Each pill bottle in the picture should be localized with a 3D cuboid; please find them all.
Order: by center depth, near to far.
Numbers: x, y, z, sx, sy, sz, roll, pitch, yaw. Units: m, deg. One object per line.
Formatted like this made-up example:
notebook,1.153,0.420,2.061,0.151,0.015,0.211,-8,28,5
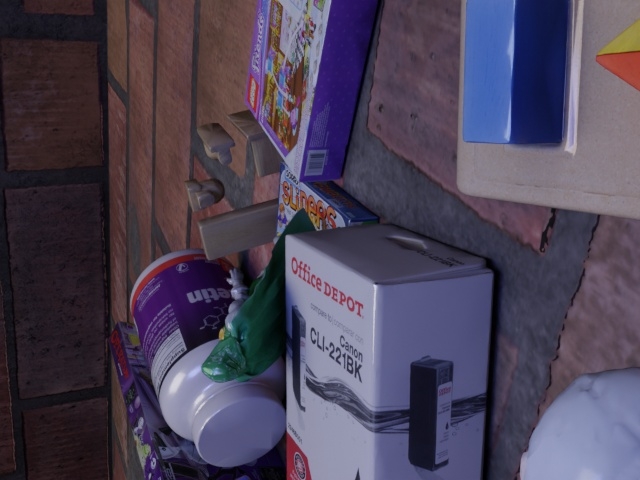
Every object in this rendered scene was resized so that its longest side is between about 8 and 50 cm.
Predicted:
pill bottle,-0.160,0.164,1.100,0.323,0.181,0.181,-126,38,-49

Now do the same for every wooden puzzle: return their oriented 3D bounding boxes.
wooden puzzle,0.162,-0.171,0.423,0.348,0.080,0.322,-160,67,-64

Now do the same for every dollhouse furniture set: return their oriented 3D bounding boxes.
dollhouse furniture set,-0.113,-0.082,1.025,0.123,0.144,0.151,-132,28,-61

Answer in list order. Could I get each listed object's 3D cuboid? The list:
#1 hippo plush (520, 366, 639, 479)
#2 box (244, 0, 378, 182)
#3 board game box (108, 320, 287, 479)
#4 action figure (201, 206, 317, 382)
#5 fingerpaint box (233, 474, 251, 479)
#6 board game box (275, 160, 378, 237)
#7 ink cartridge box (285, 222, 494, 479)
hippo plush,0.208,0.160,0.304,0.294,0.234,0.236,50,-165,-29
box,-0.013,-0.240,0.836,0.201,0.057,0.293,-123,36,-46
board game box,-0.192,0.259,1.158,0.056,0.208,0.347,-57,38,18
action figure,-0.061,0.071,0.762,0.232,0.063,0.137,-57,-35,-62
fingerpaint box,-0.065,0.574,0.873,0.445,0.163,0.371,46,137,36
board game box,0.000,0.000,0.882,0.201,0.035,0.136,-137,47,-57
ink cartridge box,0.052,0.135,0.692,0.197,0.114,0.273,-153,61,-64
